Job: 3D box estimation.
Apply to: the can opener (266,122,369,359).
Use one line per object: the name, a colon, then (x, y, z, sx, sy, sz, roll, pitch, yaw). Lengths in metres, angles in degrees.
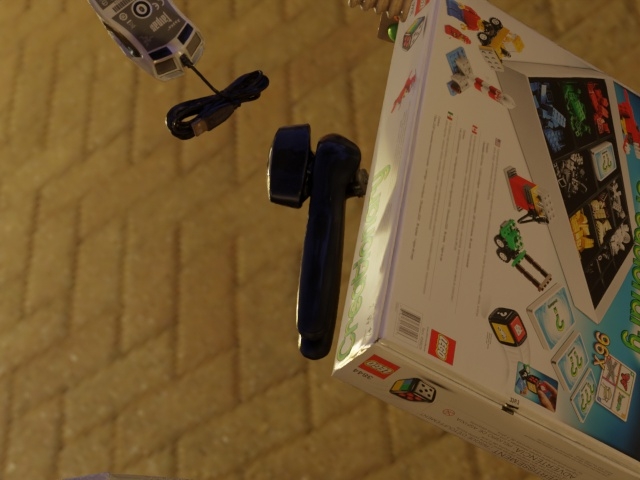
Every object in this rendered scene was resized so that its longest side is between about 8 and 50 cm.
can opener: (0.000, 0.000, 1.141, 0.073, 0.059, 0.186, -6, 59, 10)

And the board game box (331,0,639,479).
board game box: (0.122, -0.009, 1.014, 0.053, 0.193, 0.305, -42, 27, 45)

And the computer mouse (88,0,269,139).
computer mouse: (-0.145, -0.185, 1.506, 0.106, 0.193, 0.042, -40, -2, -19)

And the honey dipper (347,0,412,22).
honey dipper: (-0.021, -0.167, 0.987, 0.030, 0.161, 0.030, 15, -90, -90)

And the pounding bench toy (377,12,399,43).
pounding bench toy: (0.059, -0.175, 1.154, 0.083, 0.052, 0.065, 16, 59, 4)

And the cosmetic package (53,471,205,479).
cosmetic package: (-0.234, 0.234, 1.116, 0.377, 0.284, 0.097, -12, 74, 20)
